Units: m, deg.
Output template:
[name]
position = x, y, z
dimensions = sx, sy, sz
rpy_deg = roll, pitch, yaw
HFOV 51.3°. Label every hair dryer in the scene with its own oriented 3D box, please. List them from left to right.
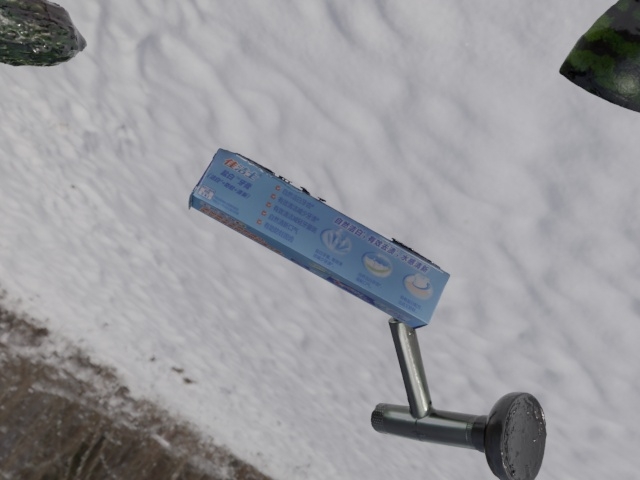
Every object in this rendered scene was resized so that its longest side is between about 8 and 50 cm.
[hair dryer]
position = 0.206, 0.266, 1.166
dimensions = 0.320, 0.156, 0.284
rpy_deg = 5, 126, 39

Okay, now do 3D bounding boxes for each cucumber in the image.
[cucumber]
position = -0.401, -0.228, 0.678
dimensions = 0.096, 0.096, 0.360
rpy_deg = 6, -171, 44

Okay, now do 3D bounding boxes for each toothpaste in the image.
[toothpaste]
position = 0.000, 0.000, 0.688
dimensions = 0.272, 0.066, 0.053
rpy_deg = 29, 162, -6

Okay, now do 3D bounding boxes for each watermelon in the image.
[watermelon]
position = 0.390, -0.222, 0.800
dimensions = 0.146, 0.192, 0.137
rpy_deg = -3, 174, -24
